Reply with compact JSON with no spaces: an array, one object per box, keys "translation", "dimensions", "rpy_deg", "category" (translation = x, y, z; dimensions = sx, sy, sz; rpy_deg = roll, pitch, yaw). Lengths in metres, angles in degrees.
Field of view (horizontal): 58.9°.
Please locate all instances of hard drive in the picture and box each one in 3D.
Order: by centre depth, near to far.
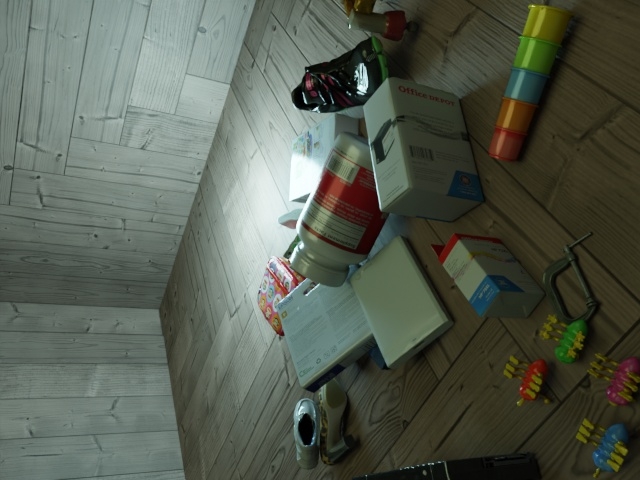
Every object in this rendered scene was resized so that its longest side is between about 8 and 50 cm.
[{"translation":[0.251,0.504,1.196],"dimensions":[0.339,0.237,0.064],"rpy_deg":[-42,49,50],"category":"hard drive"},{"translation":[0.203,0.156,1.505],"dimensions":[0.203,0.040,0.307],"rpy_deg":[-43,44,21],"category":"hard drive"}]

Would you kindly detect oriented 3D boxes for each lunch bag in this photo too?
[{"translation":[-0.118,0.188,2.087],"dimensions":[0.293,0.120,0.258],"rpy_deg":[44,118,54],"category":"lunch bag"}]

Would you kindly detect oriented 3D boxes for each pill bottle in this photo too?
[{"translation":[0.072,-0.081,1.613],"dimensions":[0.407,0.229,0.229],"rpy_deg":[-64,33,16],"category":"pill bottle"}]

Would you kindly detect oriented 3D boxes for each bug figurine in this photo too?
[{"translation":[0.467,0.268,1.020],"dimensions":[0.279,0.072,0.216],"rpy_deg":[47,123,57],"category":"bug figurine"}]

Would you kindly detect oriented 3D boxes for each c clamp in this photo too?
[{"translation":[0.483,0.083,1.085],"dimensions":[0.137,0.022,0.160],"rpy_deg":[-44,47,50],"category":"c clamp"}]

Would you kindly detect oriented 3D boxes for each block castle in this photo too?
[{"translation":[0.186,-0.827,1.654],"dimensions":[0.303,0.213,0.453],"rpy_deg":[110,158,-46],"category":"block castle"}]

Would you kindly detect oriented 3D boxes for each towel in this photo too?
[{"translation":[0.167,0.309,1.612],"dimensions":[0.119,0.029,0.067],"rpy_deg":[51,127,54],"category":"towel"}]

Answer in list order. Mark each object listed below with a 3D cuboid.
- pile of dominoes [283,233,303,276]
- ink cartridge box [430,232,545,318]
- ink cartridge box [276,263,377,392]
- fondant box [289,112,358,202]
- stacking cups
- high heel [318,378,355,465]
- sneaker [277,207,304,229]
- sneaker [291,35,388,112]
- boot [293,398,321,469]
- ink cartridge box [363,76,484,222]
[{"translation":[0.000,0.000,1.787],"dimensions":[0.040,0.196,0.251],"rpy_deg":[32,87,35],"category":"pile of dominoes"},{"translation":[0.350,0.059,1.217],"dimensions":[0.078,0.134,0.231],"rpy_deg":[-65,34,31],"category":"ink cartridge box"},{"translation":[0.033,0.232,1.710],"dimensions":[0.324,0.071,0.330],"rpy_deg":[-41,41,17],"category":"ink cartridge box"},{"translation":[0.006,-0.273,1.972],"dimensions":[0.330,0.096,0.238],"rpy_deg":[-13,72,59],"category":"fondant box"},{"translation":[0.436,-0.327,1.209],"dimensions":[0.096,0.096,0.316],"rpy_deg":[46,128,55],"category":"stacking cups"},{"translation":[0.017,0.559,1.775],"dimensions":[0.186,0.093,0.261],"rpy_deg":[-58,39,43],"category":"high heel"},{"translation":[-0.092,-0.081,2.170],"dimensions":[0.134,0.070,0.050],"rpy_deg":[-15,58,29],"category":"sneaker"},{"translation":[0.053,-0.489,1.786],"dimensions":[0.483,0.202,0.185],"rpy_deg":[-13,94,65],"category":"sneaker"},{"translation":[-0.038,0.579,1.797],"dimensions":[0.258,0.095,0.123],"rpy_deg":[-99,9,-55],"category":"boot"},{"translation":[0.245,-0.217,1.381],"dimensions":[0.129,0.223,0.307],"rpy_deg":[-41,49,52],"category":"ink cartridge box"}]
